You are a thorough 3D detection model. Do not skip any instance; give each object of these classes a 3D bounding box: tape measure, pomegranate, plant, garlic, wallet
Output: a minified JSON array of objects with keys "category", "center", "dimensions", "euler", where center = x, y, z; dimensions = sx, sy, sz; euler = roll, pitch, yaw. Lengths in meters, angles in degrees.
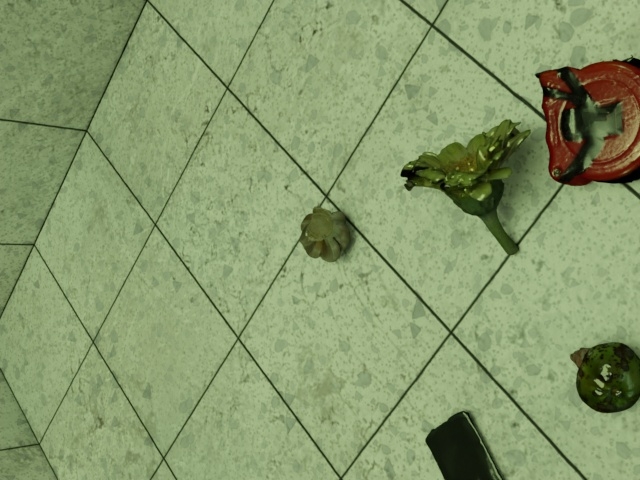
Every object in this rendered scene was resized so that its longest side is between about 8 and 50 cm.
[{"category":"tape measure","center":[0.547,-0.232,1.734],"dimensions":[0.260,0.114,0.253],"euler":[-8,84,42]},{"category":"pomegranate","center":[0.534,0.255,1.722],"dimensions":[0.163,0.126,0.138],"euler":[23,117,41]},{"category":"plant","center":[0.294,-0.116,1.875],"dimensions":[0.261,0.306,0.297],"euler":[8,124,15]},{"category":"garlic","center":[0.000,0.000,2.239],"dimensions":[0.194,0.127,0.131],"euler":[126,148,-58]},{"category":"wallet","center":[0.333,0.524,1.962],"dimensions":[0.146,0.030,0.285],"euler":[-44,60,36]}]
